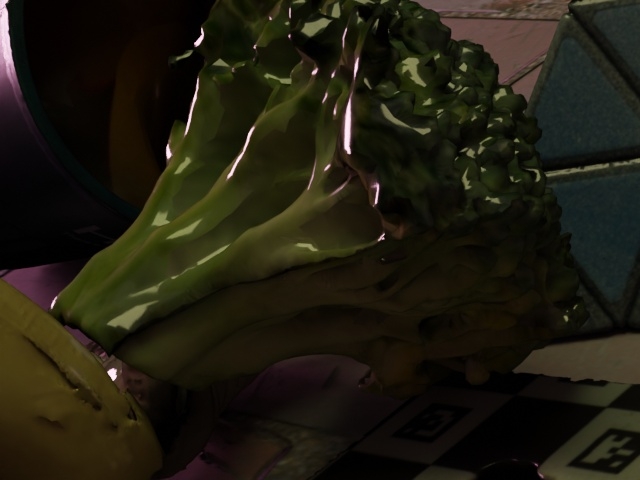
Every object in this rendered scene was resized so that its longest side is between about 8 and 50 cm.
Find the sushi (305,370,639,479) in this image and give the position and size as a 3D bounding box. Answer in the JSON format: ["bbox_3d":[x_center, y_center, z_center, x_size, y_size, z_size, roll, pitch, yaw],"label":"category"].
[{"bbox_3d":[0.058,0.182,0.791,0.359,0.064,0.343,-35,21,-31],"label":"sushi"}]

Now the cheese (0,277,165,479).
[{"bbox_3d":[-0.225,0.095,0.915,0.316,0.259,0.128,21,42,-5],"label":"cheese"}]

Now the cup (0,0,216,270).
[{"bbox_3d":[-0.140,-0.116,1.294,0.308,0.242,0.292,-30,11,-36],"label":"cup"}]

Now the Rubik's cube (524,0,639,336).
[{"bbox_3d":[0.223,-0.055,1.131,0.233,0.229,0.228,15,57,-25],"label":"Rubik's cube"}]

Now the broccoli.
[{"bbox_3d":[0.000,0.000,0.943,0.245,0.288,0.248,-45,68,-2],"label":"broccoli"}]

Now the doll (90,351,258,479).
[{"bbox_3d":[-0.080,0.061,1.093,0.149,0.095,0.192,-32,11,32],"label":"doll"}]
